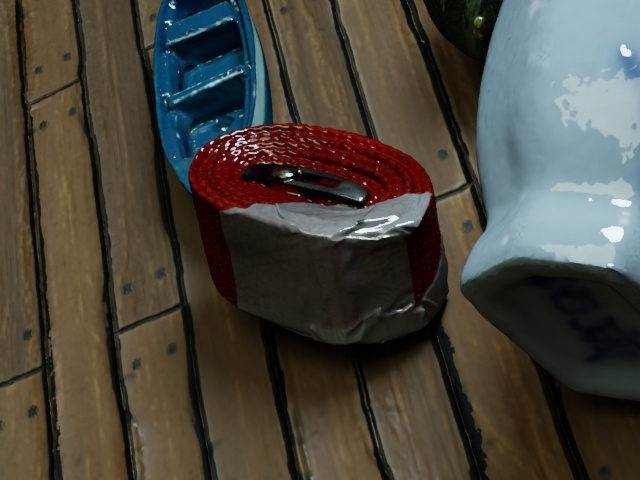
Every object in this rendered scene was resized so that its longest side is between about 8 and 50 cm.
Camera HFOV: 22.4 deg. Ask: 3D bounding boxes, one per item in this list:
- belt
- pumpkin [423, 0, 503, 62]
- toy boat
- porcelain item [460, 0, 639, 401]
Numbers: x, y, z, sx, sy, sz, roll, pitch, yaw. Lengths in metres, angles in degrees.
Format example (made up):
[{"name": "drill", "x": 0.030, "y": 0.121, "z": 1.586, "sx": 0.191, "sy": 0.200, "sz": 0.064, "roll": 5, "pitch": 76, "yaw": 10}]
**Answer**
[{"name": "belt", "x": 0.000, "y": 0.000, "z": 1.187, "sx": 0.201, "sy": 0.124, "sz": 0.128, "roll": 18, "pitch": 43, "yaw": 33}, {"name": "pumpkin", "x": 0.165, "y": -0.220, "z": 1.265, "sx": 0.190, "sy": 0.146, "sz": 0.190, "roll": -3, "pitch": 69, "yaw": 8}, {"name": "toy boat", "x": -0.087, "y": -0.115, "z": 1.376, "sx": 0.096, "sy": 0.061, "sz": 0.299, "roll": -20, "pitch": 45, "yaw": 12}, {"name": "porcelain item", "x": 0.231, "y": -0.107, "z": 1.069, "sx": 0.178, "sy": 0.242, "sz": 0.405, "roll": -12, "pitch": 47, "yaw": 45}]
